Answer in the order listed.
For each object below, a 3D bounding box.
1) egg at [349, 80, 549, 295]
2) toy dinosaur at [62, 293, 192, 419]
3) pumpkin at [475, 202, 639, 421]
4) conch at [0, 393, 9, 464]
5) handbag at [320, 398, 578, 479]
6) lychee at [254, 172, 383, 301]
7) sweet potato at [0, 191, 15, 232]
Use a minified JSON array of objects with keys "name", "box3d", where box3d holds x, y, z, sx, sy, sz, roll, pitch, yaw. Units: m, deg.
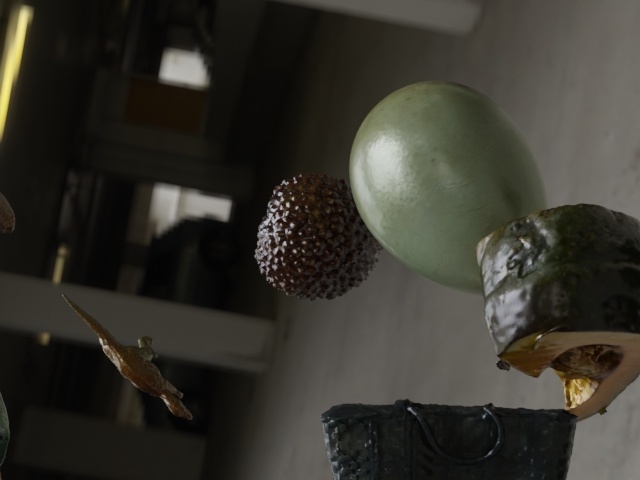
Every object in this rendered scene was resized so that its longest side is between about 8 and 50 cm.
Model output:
[{"name":"egg","box3d":[0.161,-0.056,1.857,0.295,0.218,0.218,55,154,25]},{"name":"toy dinosaur","box3d":[-0.213,0.132,1.711,0.039,0.162,0.126,-46,41,6]},{"name":"pumpkin","box3d":[0.234,0.085,1.588,0.280,0.190,0.139,118,150,-55]},{"name":"conch","box3d":[-0.441,0.191,1.713,0.172,0.131,0.200,53,-161,-59]},{"name":"handbag","box3d":[0.135,0.253,1.640,0.089,0.270,0.175,-94,4,-80]},{"name":"lychee","box3d":[0.000,0.000,2.201,0.188,0.188,0.188,-170,90,-87]},{"name":"sweet potato","box3d":[-0.414,-0.070,1.640,0.050,0.214,0.050,-38,34,31]}]
